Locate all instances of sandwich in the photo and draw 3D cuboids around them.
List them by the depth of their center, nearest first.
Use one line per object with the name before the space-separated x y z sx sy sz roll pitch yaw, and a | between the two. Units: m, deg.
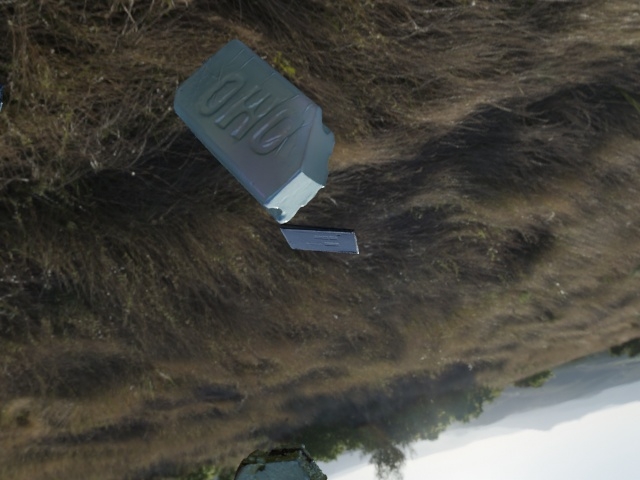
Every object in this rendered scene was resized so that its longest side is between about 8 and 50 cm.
sandwich | -0.047 0.271 0.512 0.104 0.093 0.035 19 -169 19

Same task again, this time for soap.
soap | -0.104 -0.189 0.760 0.173 0.289 0.095 -43 157 -3

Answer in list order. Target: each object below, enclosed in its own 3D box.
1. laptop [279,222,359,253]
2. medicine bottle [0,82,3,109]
laptop | 0.000 0.000 1.191 0.197 0.016 0.135 5 153 14
medicine bottle | -0.650 -0.348 0.785 0.124 0.259 0.079 -18 -170 -38
